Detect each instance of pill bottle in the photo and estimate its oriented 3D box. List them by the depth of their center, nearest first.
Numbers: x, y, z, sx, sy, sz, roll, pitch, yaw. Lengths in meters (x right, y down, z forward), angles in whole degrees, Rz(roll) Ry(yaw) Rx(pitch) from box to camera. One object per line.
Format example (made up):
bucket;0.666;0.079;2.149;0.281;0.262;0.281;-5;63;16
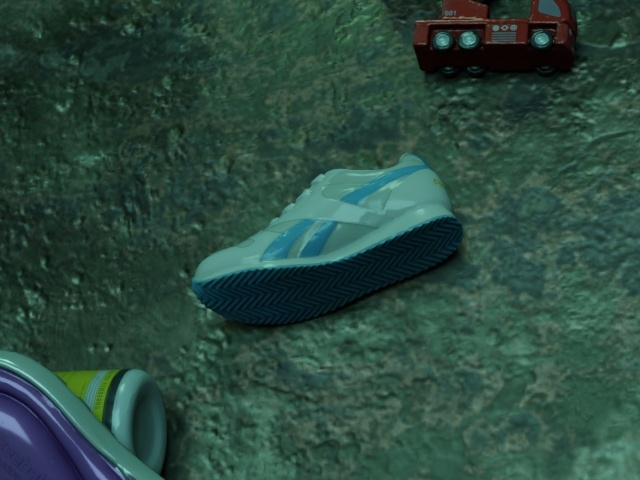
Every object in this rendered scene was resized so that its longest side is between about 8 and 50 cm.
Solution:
pill bottle;-0.227;0.159;1.250;0.184;0.103;0.103;-3;64;13

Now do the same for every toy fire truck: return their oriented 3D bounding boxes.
toy fire truck;0.136;-0.216;1.367;0.192;0.047;0.135;1;64;15

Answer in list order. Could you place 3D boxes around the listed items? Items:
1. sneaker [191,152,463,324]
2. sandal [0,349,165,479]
sneaker;0.000;0.000;1.284;0.229;0.087;0.092;-18;54;-2
sandal;-0.151;0.250;1.130;0.416;0.102;0.169;37;101;10
